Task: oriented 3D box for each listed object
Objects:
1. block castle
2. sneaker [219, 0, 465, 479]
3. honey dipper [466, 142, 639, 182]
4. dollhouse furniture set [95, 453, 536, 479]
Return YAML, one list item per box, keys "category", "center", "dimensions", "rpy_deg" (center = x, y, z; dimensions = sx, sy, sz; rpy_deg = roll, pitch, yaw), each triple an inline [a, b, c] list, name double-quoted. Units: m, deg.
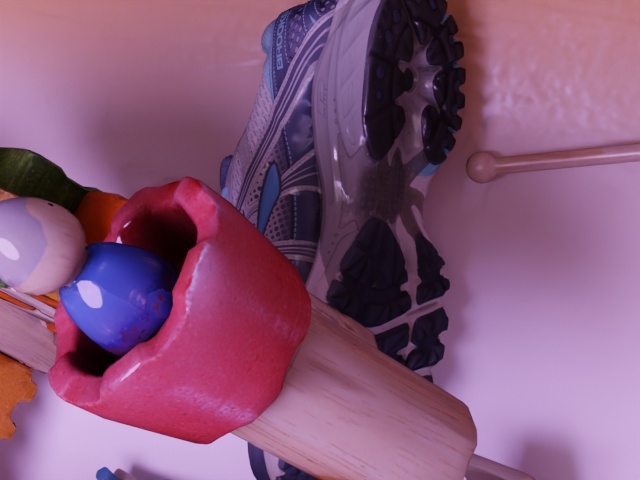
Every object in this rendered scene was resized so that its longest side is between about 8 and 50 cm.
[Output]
- category: "block castle"
  center: [-0.176, 0.111, 0.568]
  dimensions: [0.453, 0.213, 0.303]
  rpy_deg: [7, 67, 56]
- category: "sneaker"
  center: [0.000, 0.000, 0.699]
  dimensions: [0.122, 0.110, 0.282]
  rpy_deg: [6, 84, 44]
- category: "honey dipper"
  center: [0.157, -0.046, 0.682]
  dimensions: [0.161, 0.030, 0.030]
  rpy_deg: [-5, 94, 23]
- category: "dollhouse furniture set"
  center: [-0.038, 0.252, 0.754]
  dimensions: [0.303, 0.198, 0.286]
  rpy_deg: [17, 61, 40]
